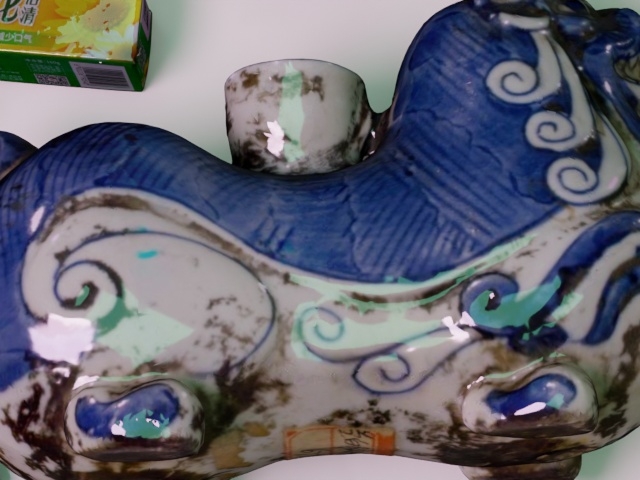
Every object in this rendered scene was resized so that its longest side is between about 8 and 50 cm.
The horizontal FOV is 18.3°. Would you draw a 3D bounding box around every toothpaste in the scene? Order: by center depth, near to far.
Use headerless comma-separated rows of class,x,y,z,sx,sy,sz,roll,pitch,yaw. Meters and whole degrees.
toothpaste,-0.156,-0.087,0.783,0.178,0.043,0.037,5,82,3

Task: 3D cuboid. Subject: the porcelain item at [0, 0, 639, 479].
porcelain item,0.000,0.000,0.724,0.288,0.138,0.186,-5,72,0
